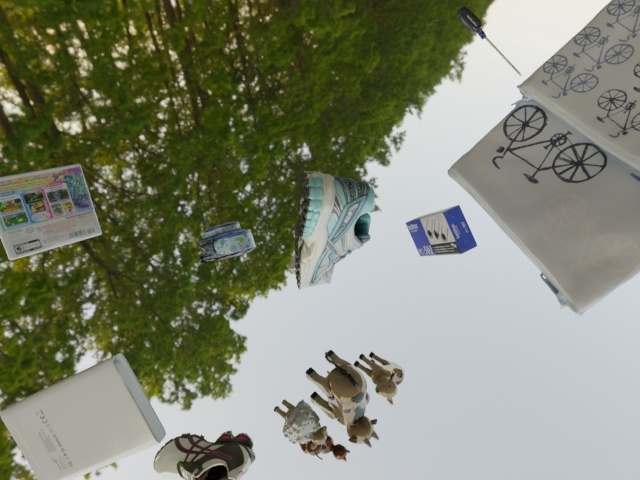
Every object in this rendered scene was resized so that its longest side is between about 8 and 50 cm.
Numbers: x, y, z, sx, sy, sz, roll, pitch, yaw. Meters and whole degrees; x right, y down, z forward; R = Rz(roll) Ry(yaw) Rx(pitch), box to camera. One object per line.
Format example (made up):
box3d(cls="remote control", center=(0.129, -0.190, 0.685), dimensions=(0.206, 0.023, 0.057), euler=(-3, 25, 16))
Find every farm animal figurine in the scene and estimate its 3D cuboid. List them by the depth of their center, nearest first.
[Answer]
box3d(cls="farm animal figurine", center=(0.085, 0.396, 1.007), dimensions=(0.172, 0.326, 0.330), euler=(26, -117, 39))

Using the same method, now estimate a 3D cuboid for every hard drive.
box3d(cls="hard drive", center=(-0.583, 0.448, 1.010), dimensions=(0.353, 0.232, 0.047), euler=(-26, -176, 11))

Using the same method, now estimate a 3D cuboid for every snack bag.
box3d(cls="snack bag", center=(0.355, -0.126, 0.525), dimensions=(0.342, 0.037, 0.323), euler=(-44, -137, 21))

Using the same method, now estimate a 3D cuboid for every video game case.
box3d(cls="video game case", center=(-0.506, -0.056, 0.758), dimensions=(0.157, 0.143, 0.019), euler=(-24, -157, -39))

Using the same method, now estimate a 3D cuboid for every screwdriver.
box3d(cls="screwdriver", center=(0.313, -0.363, 0.761), dimensions=(0.025, 0.170, 0.024), euler=(-43, -174, -9))

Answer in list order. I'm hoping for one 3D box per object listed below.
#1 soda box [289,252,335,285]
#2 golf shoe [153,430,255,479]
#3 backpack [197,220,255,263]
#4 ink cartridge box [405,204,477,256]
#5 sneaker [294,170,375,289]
box3d(cls="soda box", center=(0.000, 0.000, 0.962), dimensions=(0.069, 0.074, 0.216), euler=(-14, -138, 31))
box3d(cls="golf shoe", center=(-0.295, 0.535, 0.989), dimensions=(0.273, 0.105, 0.120), euler=(-15, -169, 12))
box3d(cls="backpack", center=(-0.219, 0.000, 0.972), dimensions=(0.115, 0.084, 0.105), euler=(-10, -175, 27))
box3d(cls="ink cartridge box", center=(0.271, -0.016, 0.954), dimensions=(0.046, 0.097, 0.207), euler=(-24, 180, -10))
box3d(cls="sneaker", center=(0.020, 0.002, 0.679), dimensions=(0.122, 0.283, 0.110), euler=(0, -120, -7))
